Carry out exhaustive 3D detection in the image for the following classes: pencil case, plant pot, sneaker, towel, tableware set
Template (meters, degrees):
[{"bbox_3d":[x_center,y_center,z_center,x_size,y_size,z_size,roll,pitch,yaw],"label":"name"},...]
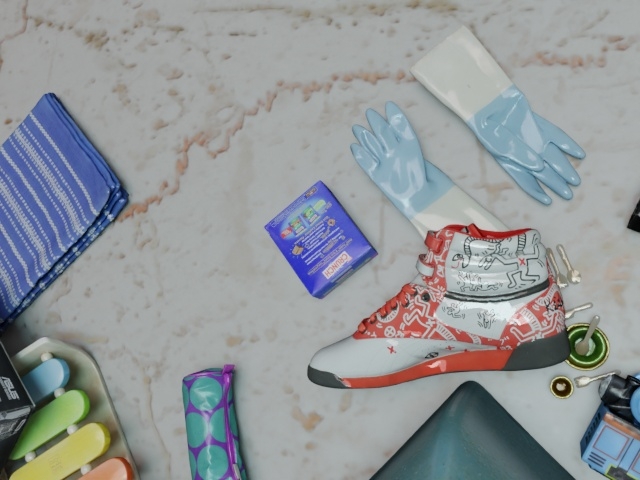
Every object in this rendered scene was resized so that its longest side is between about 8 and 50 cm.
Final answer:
[{"bbox_3d":[-0.122,0.226,0.708,0.070,0.064,0.152,-20,73,32],"label":"pencil case"},{"bbox_3d":[0.119,0.295,0.506,0.248,0.252,0.247,-48,69,6],"label":"plant pot"},{"bbox_3d":[0.102,0.064,0.621,0.270,0.090,0.145,-12,93,21],"label":"sneaker"},{"bbox_3d":[-0.452,-0.032,0.892,0.336,0.040,0.243,-44,68,7],"label":"towel"},{"bbox_3d":[0.231,0.084,0.627,0.104,0.024,0.154,-22,73,15],"label":"tableware set"}]

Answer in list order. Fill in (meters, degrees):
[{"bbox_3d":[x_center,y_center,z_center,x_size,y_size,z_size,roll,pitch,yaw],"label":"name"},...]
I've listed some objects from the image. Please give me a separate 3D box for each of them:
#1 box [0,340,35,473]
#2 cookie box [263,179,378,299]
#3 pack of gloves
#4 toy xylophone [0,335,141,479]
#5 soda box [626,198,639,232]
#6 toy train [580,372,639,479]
[{"bbox_3d":[-0.500,0.234,0.780,0.242,0.076,0.307,44,114,29],"label":"box"},{"bbox_3d":[0.000,0.000,0.719,0.091,0.040,0.107,-39,69,9],"label":"cookie box"},{"bbox_3d":[0.161,-0.095,0.688,0.195,0.046,0.232,-39,75,3],"label":"pack of gloves"},{"bbox_3d":[-0.333,0.298,0.762,0.236,0.081,0.323,-41,69,9],"label":"toy xylophone"},{"bbox_3d":[0.386,-0.007,0.568,0.168,0.060,0.053,26,86,22],"label":"soda box"},{"bbox_3d":[0.331,0.195,0.544,0.184,0.080,0.105,27,99,20],"label":"toy train"}]
